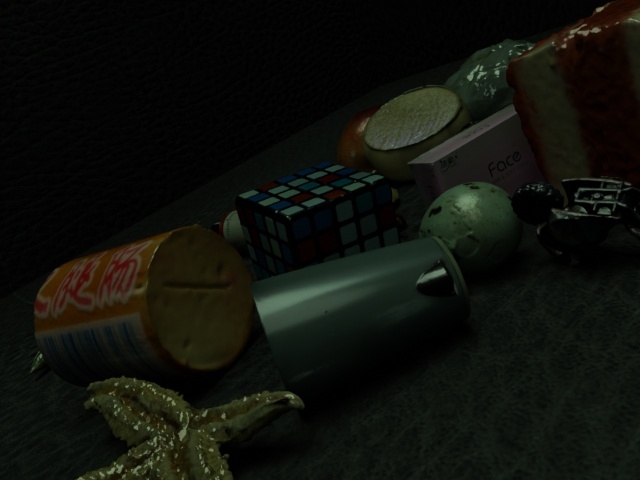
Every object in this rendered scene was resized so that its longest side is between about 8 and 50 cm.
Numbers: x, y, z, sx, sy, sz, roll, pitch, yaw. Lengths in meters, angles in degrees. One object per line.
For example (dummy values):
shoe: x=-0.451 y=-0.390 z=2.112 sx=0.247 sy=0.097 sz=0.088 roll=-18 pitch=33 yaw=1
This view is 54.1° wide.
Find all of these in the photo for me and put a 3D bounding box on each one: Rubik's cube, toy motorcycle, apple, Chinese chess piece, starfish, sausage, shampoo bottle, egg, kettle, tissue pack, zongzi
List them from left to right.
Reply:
zongzi: x=-0.611 y=0.248 z=1.389 sx=0.154 sy=0.062 sz=0.130 roll=-15 pitch=30 yaw=50
starfish: x=-0.221 y=0.265 z=0.700 sx=0.432 sy=0.082 sz=0.324 roll=-7 pitch=27 yaw=35
sausage: x=-0.284 y=0.115 z=1.009 sx=0.287 sy=0.233 sz=0.233 roll=-14 pitch=19 yaw=35
shampoo bottle: x=-0.172 y=-0.026 z=1.512 sx=0.278 sy=0.104 sz=0.104 roll=-7 pitch=24 yaw=48
Rubik's cube: x=0.000 y=0.000 z=0.963 sx=0.184 sy=0.187 sz=0.182 roll=-25 pitch=25 yaw=-22
kettle: x=0.052 y=0.094 z=0.797 sx=0.243 sy=0.160 sz=0.210 roll=-20 pitch=-13 yaw=-6
apple: x=0.168 y=-0.299 z=1.783 sx=0.293 sy=0.163 sz=0.251 roll=-20 pitch=15 yaw=21
Chinese chess piece: x=0.235 y=-0.263 z=1.535 sx=0.270 sy=0.112 sz=0.270 roll=-20 pitch=36 yaw=16
egg: x=0.207 y=-0.014 z=0.893 sx=0.131 sy=0.131 sz=0.164 roll=-37 pitch=7 yaw=-37
tissue pack: x=0.295 y=-0.126 z=1.084 sx=0.246 sy=0.148 sz=0.092 roll=-31 pitch=18 yaw=-15
toy motorcycle: x=0.345 y=-0.019 z=0.768 sx=0.213 sy=0.122 sz=0.082 roll=6 pitch=56 yaw=38

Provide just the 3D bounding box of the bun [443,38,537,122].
bun: x=0.477 y=-0.419 z=1.654 sx=0.354 sy=0.194 sz=0.354 roll=-22 pitch=18 yaw=7

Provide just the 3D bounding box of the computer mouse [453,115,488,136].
computer mouse: x=0.351 y=-0.214 z=1.321 sx=0.233 sy=0.096 sz=0.137 roll=-23 pitch=9 yaw=45

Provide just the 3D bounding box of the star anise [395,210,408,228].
star anise: x=0.087 y=-0.031 z=1.225 sx=0.097 sy=0.070 sz=0.191 roll=-38 pitch=18 yaw=-33

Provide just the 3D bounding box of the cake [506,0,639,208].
cake: x=0.469 y=-0.209 z=0.865 sx=0.270 sy=0.269 sz=0.319 roll=-36 pitch=21 yaw=-33

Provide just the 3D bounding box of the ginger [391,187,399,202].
ginger: x=0.091 y=-0.106 z=1.384 sx=0.115 sy=0.122 sz=0.193 roll=-39 pitch=2 yaw=30
